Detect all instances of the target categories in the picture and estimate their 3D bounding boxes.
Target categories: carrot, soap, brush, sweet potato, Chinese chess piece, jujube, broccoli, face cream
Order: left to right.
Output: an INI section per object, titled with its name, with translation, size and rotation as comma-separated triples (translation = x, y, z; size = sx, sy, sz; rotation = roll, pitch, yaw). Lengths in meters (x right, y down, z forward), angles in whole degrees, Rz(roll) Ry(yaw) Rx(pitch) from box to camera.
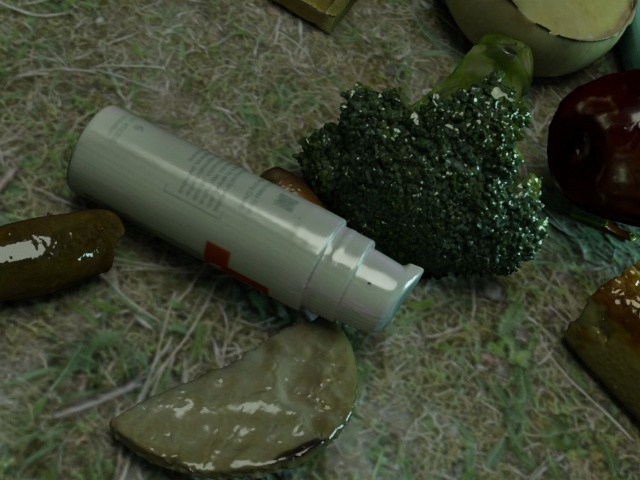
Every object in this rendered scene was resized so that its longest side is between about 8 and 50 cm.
[sweet potato]
translation = -0.282, 0.025, 1.142
size = 0.243, 0.077, 0.077
rotation = -21, 64, -34
[face cream]
translation = -0.073, -0.014, 1.214
size = 0.345, 0.102, 0.102
rotation = 28, 49, 9
[carrot]
translation = 0.000, 0.000, 1.280
size = 0.060, 0.060, 0.186
rotation = -32, 72, -36
[soap]
translation = 0.028, -0.353, 1.576
size = 0.092, 0.037, 0.252
rotation = 31, 50, 5
[broccoli]
translation = 0.167, -0.112, 1.363
size = 0.252, 0.221, 0.361
rotation = 16, 38, 40
[Chinese chess piece]
translation = 0.272, -0.330, 1.573
size = 0.257, 0.104, 0.257
rotation = 11, 64, -23
[brush]
translation = 0.328, -0.022, 1.450
size = 0.083, 0.021, 0.019
rotation = 25, 43, -3
[jujube]
translation = 0.408, -0.110, 1.414
size = 0.318, 0.223, 0.223
rotation = -6, 57, -30

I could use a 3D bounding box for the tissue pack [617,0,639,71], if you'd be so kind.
[tissue pack]
translation = 0.472, -0.262, 1.642
size = 0.177, 0.089, 0.263
rotation = 5, 52, -10

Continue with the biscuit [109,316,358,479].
[biscuit]
translation = -0.053, 0.153, 1.137
size = 0.250, 0.032, 0.133
rotation = -25, 53, -33

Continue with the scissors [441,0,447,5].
[scissors]
translation = 0.158, -0.469, 1.720
size = 0.192, 0.029, 0.447
rotation = -13, 60, -29

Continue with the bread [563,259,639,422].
[bread]
translation = 0.411, 0.135, 1.304
size = 0.185, 0.114, 0.275
rotation = -29, 71, -35
